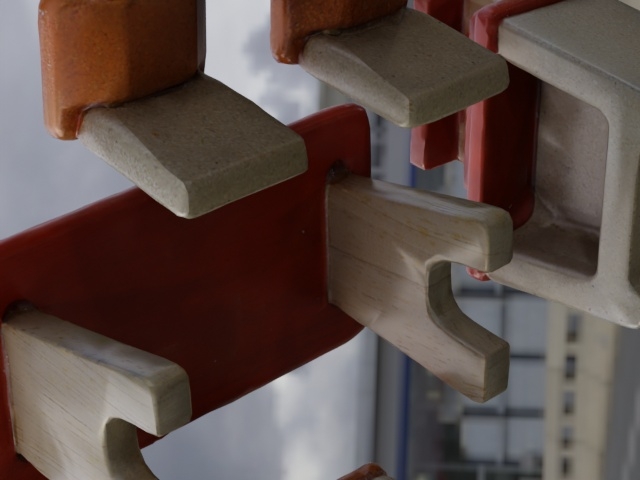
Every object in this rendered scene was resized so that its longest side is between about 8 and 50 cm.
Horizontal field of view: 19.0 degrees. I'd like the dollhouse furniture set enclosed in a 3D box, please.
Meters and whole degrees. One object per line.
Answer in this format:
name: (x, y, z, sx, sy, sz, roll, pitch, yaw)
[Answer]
dollhouse furniture set: (0.000, 0.000, 0.583, 0.259, 0.135, 0.262, -24, -54, -38)
